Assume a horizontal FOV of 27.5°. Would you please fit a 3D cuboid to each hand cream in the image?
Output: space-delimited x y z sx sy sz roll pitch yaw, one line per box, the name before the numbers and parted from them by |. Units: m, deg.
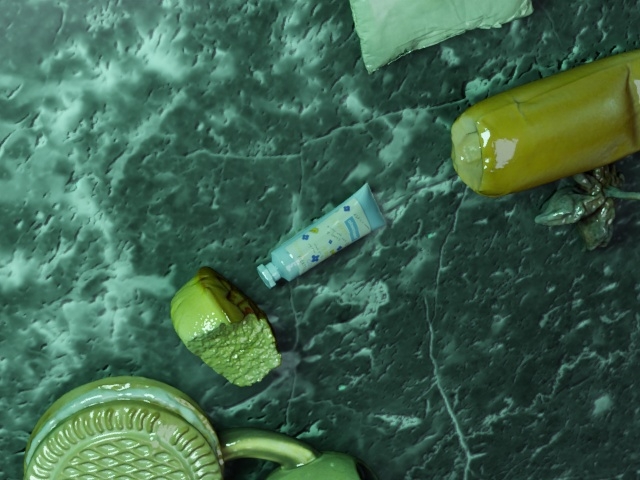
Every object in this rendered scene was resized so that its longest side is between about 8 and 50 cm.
hand cream | 0.000 0.000 1.595 0.170 0.043 0.065 -34 121 -13

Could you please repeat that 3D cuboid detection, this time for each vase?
vase | -0.061 0.388 1.678 0.302 0.241 0.329 -33 98 7

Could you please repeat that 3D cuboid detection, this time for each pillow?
pillow | 0.137 -0.294 1.513 0.229 0.050 0.148 -22 116 -16

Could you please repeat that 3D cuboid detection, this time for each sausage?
sausage | 0.331 -0.155 1.641 0.354 0.116 0.134 -18 107 -22

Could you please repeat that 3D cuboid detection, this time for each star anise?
star anise | 0.429 -0.038 1.696 0.218 0.227 0.148 -32 119 -23

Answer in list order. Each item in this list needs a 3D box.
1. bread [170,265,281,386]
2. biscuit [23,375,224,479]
bread | -0.115 0.093 1.535 0.086 0.125 0.156 -40 141 5
biscuit | -0.234 0.289 1.565 0.259 0.079 0.259 -3 108 -8
